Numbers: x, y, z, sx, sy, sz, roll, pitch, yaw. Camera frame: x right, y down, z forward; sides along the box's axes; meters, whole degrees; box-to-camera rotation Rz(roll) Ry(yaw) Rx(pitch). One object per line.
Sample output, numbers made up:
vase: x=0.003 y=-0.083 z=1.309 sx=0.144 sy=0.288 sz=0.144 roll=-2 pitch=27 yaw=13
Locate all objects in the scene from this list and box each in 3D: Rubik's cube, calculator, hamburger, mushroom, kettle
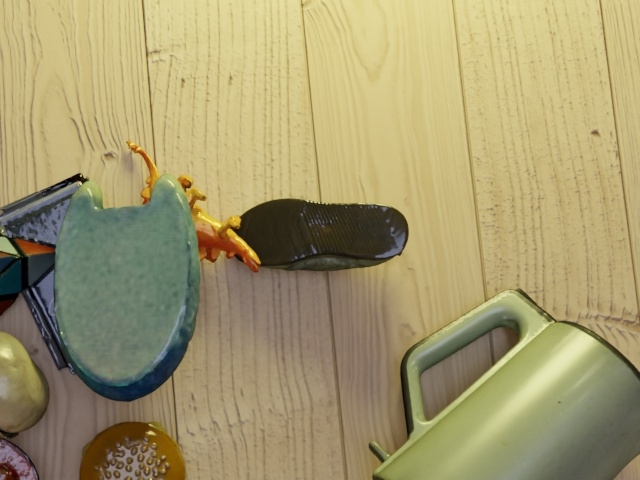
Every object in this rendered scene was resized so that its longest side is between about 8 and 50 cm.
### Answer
Rubik's cube: x=-0.578 y=0.040 z=1.805 sx=0.234 sy=0.284 sz=0.250 roll=42 pitch=119 yaw=22
calculator: x=-0.368 y=0.049 z=1.853 sx=0.165 sy=0.028 sz=0.274 roll=-25 pitch=85 yaw=-8
hamburger: x=-0.268 y=0.335 z=1.784 sx=0.162 sy=0.115 sz=0.162 roll=1 pitch=81 yaw=-10
mushroom: x=-0.455 y=0.205 z=1.761 sx=0.122 sy=0.154 sz=0.154 roll=-26 pitch=87 yaw=4
kettle: x=0.260 y=0.281 z=1.835 sx=0.376 sy=0.250 sz=0.361 roll=-41 pitch=61 yaw=-14

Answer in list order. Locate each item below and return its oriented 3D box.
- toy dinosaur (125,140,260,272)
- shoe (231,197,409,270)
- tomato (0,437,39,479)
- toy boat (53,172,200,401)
toy dinosaur: x=-0.211 y=-0.031 z=1.865 sx=0.288 sy=0.070 sz=0.117 roll=37 pitch=97 yaw=10
shoe: x=0.000 y=0.000 z=1.883 sx=0.274 sy=0.098 sz=0.103 roll=3 pitch=76 yaw=10
tomato: x=-0.505 y=0.369 z=1.760 sx=0.225 sy=0.085 sz=0.225 roll=2 pitch=83 yaw=-12
toy boat: x=-0.273 y=0.070 z=1.797 sx=0.215 sy=0.123 sz=0.330 roll=-7 pitch=74 yaw=5
